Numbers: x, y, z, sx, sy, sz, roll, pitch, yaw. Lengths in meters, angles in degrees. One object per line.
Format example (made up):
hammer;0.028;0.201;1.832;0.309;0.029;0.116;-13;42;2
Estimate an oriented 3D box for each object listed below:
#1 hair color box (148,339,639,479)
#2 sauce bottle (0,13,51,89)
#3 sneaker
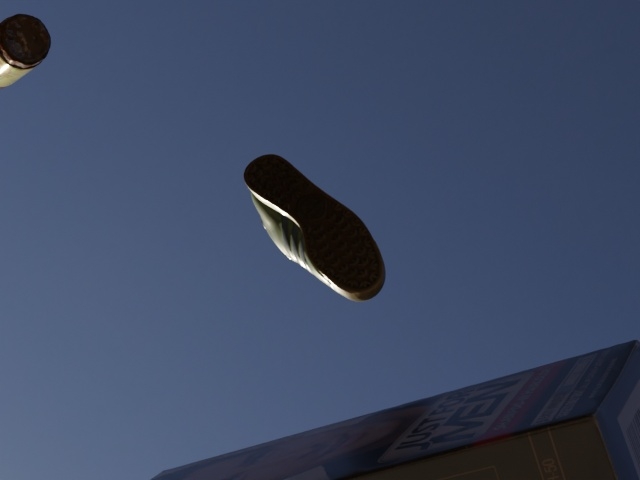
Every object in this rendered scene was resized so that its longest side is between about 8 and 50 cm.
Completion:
hair color box;0.032;0.183;0.939;0.374;0.185;0.113;-19;-88;22
sauce bottle;-0.241;-0.135;1.098;0.042;0.042;0.128;50;-29;-12
sneaker;0.000;0.000;1.423;0.192;0.064;0.086;46;-15;28
